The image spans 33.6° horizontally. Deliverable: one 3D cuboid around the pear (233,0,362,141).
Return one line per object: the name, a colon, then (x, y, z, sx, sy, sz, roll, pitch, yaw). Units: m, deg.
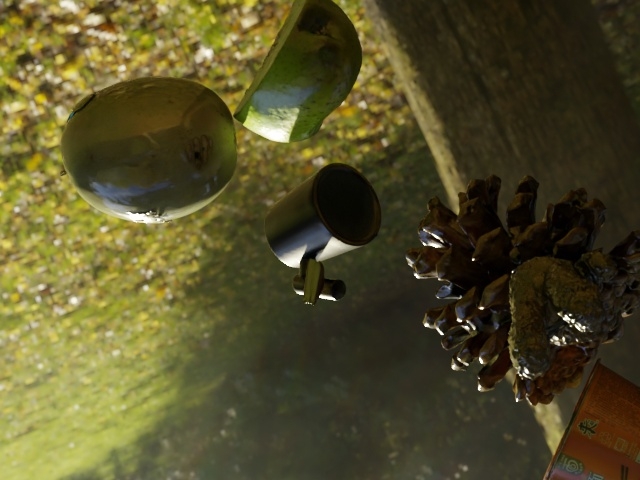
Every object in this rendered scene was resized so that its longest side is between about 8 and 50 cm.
pear: (-0.012, -0.307, 1.857, 0.292, 0.159, 0.292, -58, -170, 16)

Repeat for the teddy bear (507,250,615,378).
teddy bear: (0.301, 0.080, 1.359, 0.182, 0.129, 0.251, -41, 165, 13)

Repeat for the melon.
melon: (-0.316, -0.162, 1.935, 0.330, 0.269, 0.268, -8, 165, 1)

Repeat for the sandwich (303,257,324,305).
sandwich: (-0.010, 0.075, 1.939, 0.031, 0.083, 0.044, 11, -177, 16)

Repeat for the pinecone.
pinecone: (0.311, 0.050, 1.691, 0.384, 0.384, 0.384, -22, 166, -6)

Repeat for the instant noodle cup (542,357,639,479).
instant noodle cup: (0.464, 0.320, 1.631, 0.230, 0.182, 0.230, -57, 161, -31)

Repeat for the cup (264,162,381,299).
cup: (-0.012, -0.012, 2.015, 0.166, 0.239, 0.177, 35, 142, -25)
